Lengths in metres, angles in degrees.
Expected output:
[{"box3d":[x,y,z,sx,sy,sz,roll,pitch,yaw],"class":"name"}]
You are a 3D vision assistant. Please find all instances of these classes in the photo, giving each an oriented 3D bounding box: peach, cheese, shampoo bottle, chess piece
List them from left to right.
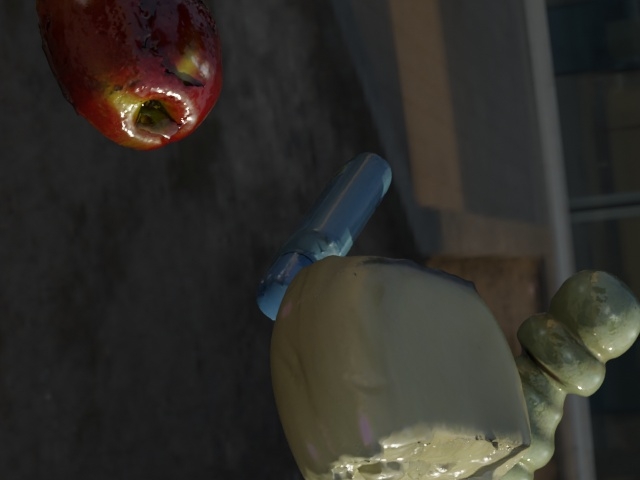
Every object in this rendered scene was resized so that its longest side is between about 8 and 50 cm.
[{"box3d":[-0.134,-0.152,1.098,0.127,0.092,0.172,3,61,-54],"class":"peach"},{"box3d":[0.000,0.000,1.604,0.061,0.104,0.258,40,36,-3],"class":"shampoo bottle"},{"box3d":[0.070,0.132,1.277,0.266,0.127,0.233,16,55,-49],"class":"cheese"},{"box3d":[0.239,0.136,1.604,0.133,0.243,0.133,40,5,-4],"class":"chess piece"}]
